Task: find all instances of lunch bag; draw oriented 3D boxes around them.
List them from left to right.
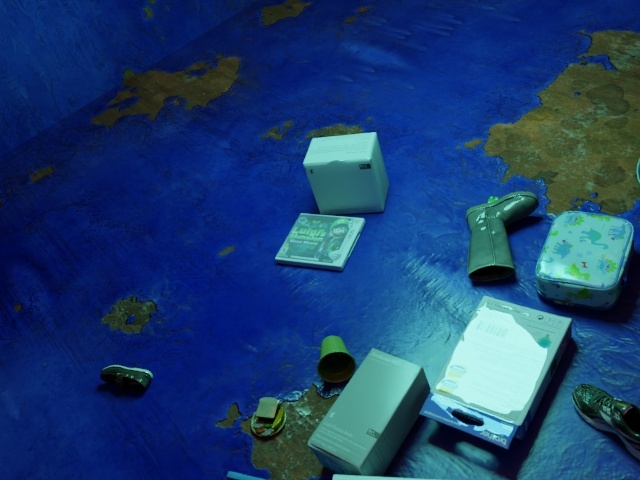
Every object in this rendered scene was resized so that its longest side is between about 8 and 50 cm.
[{"bbox_3d":[0.560,0.041,1.440,0.176,0.090,0.219,9,49,31],"label":"lunch bag"}]

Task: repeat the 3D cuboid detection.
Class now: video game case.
[{"bbox_3d":[0.000,0.000,1.763,0.190,0.022,0.173,5,47,27],"label":"video game case"}]

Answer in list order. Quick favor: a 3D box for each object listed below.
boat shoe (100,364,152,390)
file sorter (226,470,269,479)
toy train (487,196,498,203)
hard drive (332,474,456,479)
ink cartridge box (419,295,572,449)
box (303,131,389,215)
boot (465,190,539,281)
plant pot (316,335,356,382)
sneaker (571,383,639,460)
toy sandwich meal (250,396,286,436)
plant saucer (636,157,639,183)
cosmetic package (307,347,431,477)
[{"bbox_3d":[-0.456,0.321,1.585,0.133,0.049,0.042,2,38,18],"label":"boat shoe"},{"bbox_3d":[-0.096,0.489,1.170,0.118,0.170,0.104,3,49,25],"label":"file sorter"},{"bbox_3d":[0.452,-0.091,1.682,0.083,0.017,0.023,12,61,32],"label":"toy train"},{"bbox_3d":[0.181,0.505,1.096,0.353,0.047,0.233,-4,59,19],"label":"hard drive"},{"bbox_3d":[0.342,0.255,1.323,0.186,0.065,0.311,15,50,34],"label":"ink cartridge box"},{"bbox_3d":[0.072,-0.173,1.798,0.181,0.182,0.119,-2,43,19],"label":"box"},{"bbox_3d":[0.420,-0.010,1.564,0.190,0.076,0.208,-21,32,21],"label":"boot"},{"bbox_3d":[0.030,0.245,1.456,0.083,0.083,0.079,-17,29,4],"label":"plant pot"},{"bbox_3d":[0.522,0.300,1.190,0.072,0.077,0.178,-36,43,-18],"label":"sneaker"},{"bbox_3d":[-0.109,0.364,1.413,0.086,0.029,0.085,-11,42,11],"label":"toy sandwich meal"},{"bbox_3d":[0.888,-0.145,1.543,0.318,0.043,0.317,-12,42,11],"label":"plant saucer"},{"bbox_3d":[0.100,0.336,1.305,0.127,0.107,0.238,13,55,36],"label":"cosmetic package"}]
